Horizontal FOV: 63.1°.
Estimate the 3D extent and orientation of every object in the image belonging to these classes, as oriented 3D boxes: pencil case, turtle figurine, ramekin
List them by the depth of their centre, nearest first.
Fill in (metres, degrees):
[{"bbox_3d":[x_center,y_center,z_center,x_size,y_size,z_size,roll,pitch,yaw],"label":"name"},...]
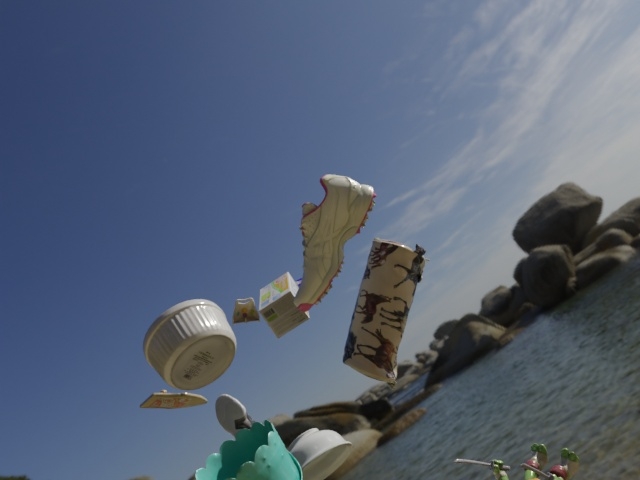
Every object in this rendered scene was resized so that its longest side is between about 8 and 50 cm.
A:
[{"bbox_3d":[-0.295,0.251,1.219,0.207,0.109,0.207,-24,-45,-27],"label":"ramekin"},{"bbox_3d":[0.571,0.624,1.413,0.266,0.275,0.198,-21,-25,-42],"label":"turtle figurine"},{"bbox_3d":[0.190,0.205,1.511,0.160,0.183,0.411,123,164,-77],"label":"pencil case"}]

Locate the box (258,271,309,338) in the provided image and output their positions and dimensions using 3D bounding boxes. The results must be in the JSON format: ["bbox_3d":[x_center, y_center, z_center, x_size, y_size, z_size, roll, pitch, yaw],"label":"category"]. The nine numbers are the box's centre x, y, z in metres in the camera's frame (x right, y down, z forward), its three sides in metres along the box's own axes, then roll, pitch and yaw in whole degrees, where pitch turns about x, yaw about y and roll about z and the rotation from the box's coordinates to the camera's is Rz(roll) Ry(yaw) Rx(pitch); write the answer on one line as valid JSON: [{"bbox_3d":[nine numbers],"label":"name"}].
[{"bbox_3d":[-0.112,0.189,1.574,0.114,0.103,0.203,-33,13,1],"label":"box"}]

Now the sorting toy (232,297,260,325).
[{"bbox_3d":[-0.228,0.212,1.580,0.083,0.075,0.045,-5,14,-15],"label":"sorting toy"}]

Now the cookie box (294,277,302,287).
[{"bbox_3d":[-0.089,0.200,1.902,0.091,0.040,0.107,-24,-47,-16],"label":"cookie box"}]

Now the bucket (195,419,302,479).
[{"bbox_3d":[-0.194,0.661,1.448,0.281,0.183,0.281,-34,6,4],"label":"bucket"}]

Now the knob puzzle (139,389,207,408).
[{"bbox_3d":[-0.455,0.502,1.659,0.213,0.030,0.213,-5,-29,-3],"label":"knob puzzle"}]

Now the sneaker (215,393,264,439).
[{"bbox_3d":[-0.280,0.683,1.924,0.101,0.268,0.153,-43,-18,-10],"label":"sneaker"}]

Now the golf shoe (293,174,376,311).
[{"bbox_3d":[0.000,0.000,1.123,0.306,0.140,0.115,-63,6,-5],"label":"golf shoe"}]

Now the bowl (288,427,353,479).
[{"bbox_3d":[-0.032,0.819,1.994,0.297,0.134,0.298,-27,-36,-22],"label":"bowl"}]
